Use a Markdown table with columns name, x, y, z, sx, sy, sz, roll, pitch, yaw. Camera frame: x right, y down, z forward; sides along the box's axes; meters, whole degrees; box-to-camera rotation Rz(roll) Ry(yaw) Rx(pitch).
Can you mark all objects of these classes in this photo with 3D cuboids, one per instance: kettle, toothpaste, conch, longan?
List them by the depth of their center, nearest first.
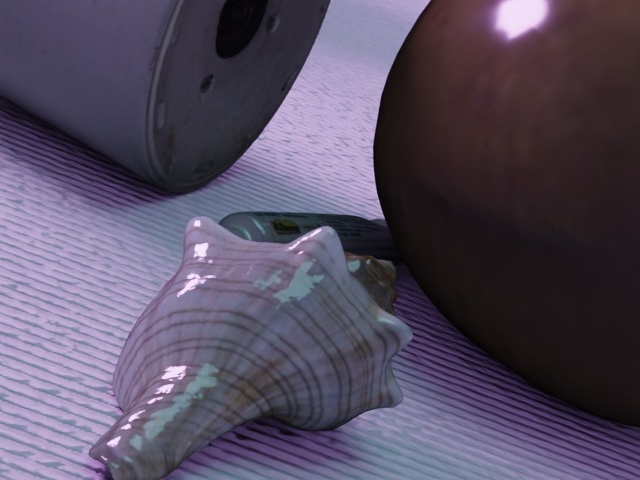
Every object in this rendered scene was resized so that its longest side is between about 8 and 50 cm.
| name | x | y | z | sx | sy | sz | roll | pitch | yaw |
| --- | --- | --- | --- | --- | --- | --- | --- | --- | --- |
| conch | -0.036 | 0.040 | 0.850 | 0.234 | 0.114 | 0.137 | -2 | 17 | -40 |
| longan | 0.203 | -0.048 | 1.068 | 0.361 | 0.361 | 0.361 | 20 | 19 | -7 |
| toothpaste | 0.000 | 0.000 | 1.100 | 0.067 | 0.037 | 0.255 | 27 | 15 | 29 |
| kettle | -0.199 | -0.256 | 1.117 | 0.377 | 0.361 | 0.250 | 27 | 55 | 18 |
